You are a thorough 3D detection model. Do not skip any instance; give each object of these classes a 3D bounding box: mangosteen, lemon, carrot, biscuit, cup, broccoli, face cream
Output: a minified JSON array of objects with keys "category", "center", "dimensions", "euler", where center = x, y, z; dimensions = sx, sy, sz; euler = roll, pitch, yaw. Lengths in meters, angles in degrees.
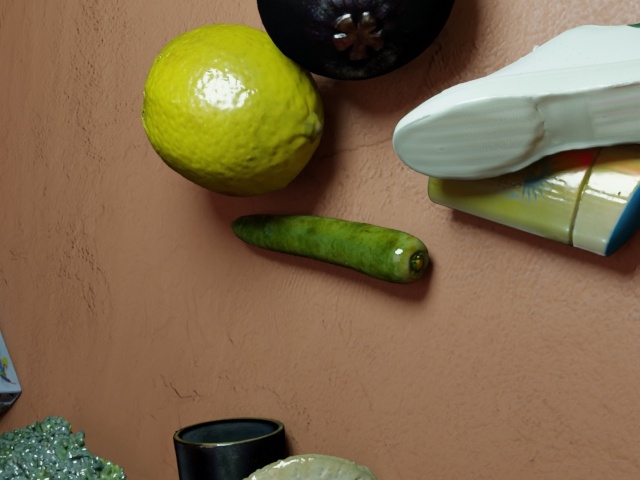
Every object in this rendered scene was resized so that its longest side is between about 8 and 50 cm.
[{"category":"mangosteen","center":[0.047,-0.365,1.312],"dimensions":[0.275,0.275,0.302],"euler":[-31,39,33]},{"category":"lemon","center":[-0.126,-0.185,1.420],"dimensions":[0.267,0.267,0.267],"euler":[0,89,37]},{"category":"carrot","center":[0.000,0.000,1.438],"dimensions":[0.358,0.074,0.074],"euler":[12,97,40]},{"category":"biscuit","center":[-0.033,0.397,1.391],"dimensions":[0.265,0.040,0.188],"euler":[-25,101,-2]},{"category":"cup","center":[-0.132,0.367,1.512],"dimensions":[0.166,0.239,0.177],"euler":[-5,93,-5]},{"category":"broccoli","center":[-0.489,0.478,1.696],"dimensions":[0.348,0.293,0.281],"euler":[21,140,46]},{"category":"face cream","center":[0.274,-0.077,1.225],"dimensions":[0.285,0.067,0.139],"euler":[20,92,35]}]

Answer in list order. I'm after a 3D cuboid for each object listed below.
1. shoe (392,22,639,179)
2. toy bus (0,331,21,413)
[{"category":"shoe","center":[0.263,-0.180,1.171],"dimensions":[0.363,0.132,0.160],"euler":[-8,45,25]},{"category":"toy bus","center":[-0.704,0.191,1.948],"dimensions":[0.136,0.109,0.329],"euler":[-35,69,21]}]
